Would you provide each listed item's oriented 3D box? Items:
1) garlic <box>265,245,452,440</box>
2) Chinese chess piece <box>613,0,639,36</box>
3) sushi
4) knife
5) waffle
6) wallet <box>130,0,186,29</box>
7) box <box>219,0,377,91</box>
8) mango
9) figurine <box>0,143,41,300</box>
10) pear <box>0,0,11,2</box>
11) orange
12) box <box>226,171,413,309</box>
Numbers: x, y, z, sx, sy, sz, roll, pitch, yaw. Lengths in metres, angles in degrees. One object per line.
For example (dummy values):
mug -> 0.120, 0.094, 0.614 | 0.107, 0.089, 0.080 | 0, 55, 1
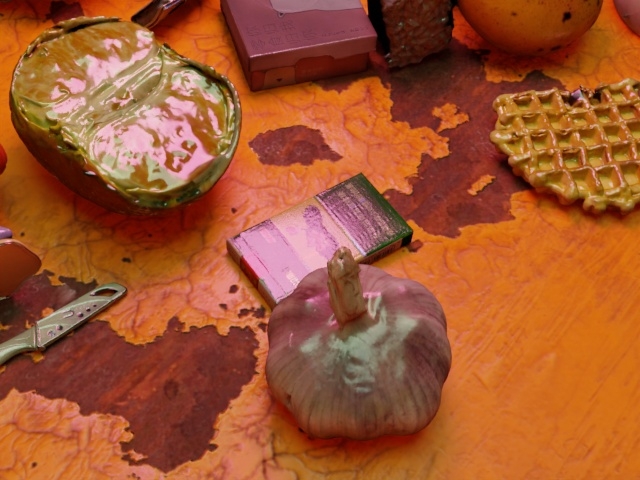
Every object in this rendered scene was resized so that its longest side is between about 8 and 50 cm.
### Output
garlic -> 0.043, 0.104, 1.353 | 0.245, 0.253, 0.245 | -2, 48, 3
Chinese chess piece -> 0.636, -0.437, 1.888 | 0.273, 0.102, 0.273 | 2, 54, -3
sushi -> 0.142, -0.382, 1.728 | 0.136, 0.225, 0.126 | -21, 56, -8
knife -> -0.379, 0.132, 1.435 | 0.293, 0.020, 0.043 | -32, 60, -26
waffle -> 0.414, -0.156, 1.689 | 0.309, 0.065, 0.283 | 31, 59, 13
wallet -> -0.230, -0.405, 1.799 | 0.039, 0.110, 0.155 | 51, 60, -13
box -> -0.042, -0.353, 1.779 | 0.215, 0.086, 0.215 | -13, 56, -13
mango -> 0.320, -0.399, 1.762 | 0.290, 0.191, 0.160 | 18, 16, -32
figurine -> -0.482, -0.061, 1.458 | 0.181, 0.208, 0.257 | -32, 63, 13
pear -> -0.459, -0.592, 1.777 | 0.340, 0.191, 0.386 | 2, 62, 28
orange -> -0.268, -0.167, 1.558 | 0.335, 0.196, 0.262 | 27, 71, 20
box -> 0.000, 0.000, 1.554 | 0.235, 0.034, 0.132 | -28, 61, -23
